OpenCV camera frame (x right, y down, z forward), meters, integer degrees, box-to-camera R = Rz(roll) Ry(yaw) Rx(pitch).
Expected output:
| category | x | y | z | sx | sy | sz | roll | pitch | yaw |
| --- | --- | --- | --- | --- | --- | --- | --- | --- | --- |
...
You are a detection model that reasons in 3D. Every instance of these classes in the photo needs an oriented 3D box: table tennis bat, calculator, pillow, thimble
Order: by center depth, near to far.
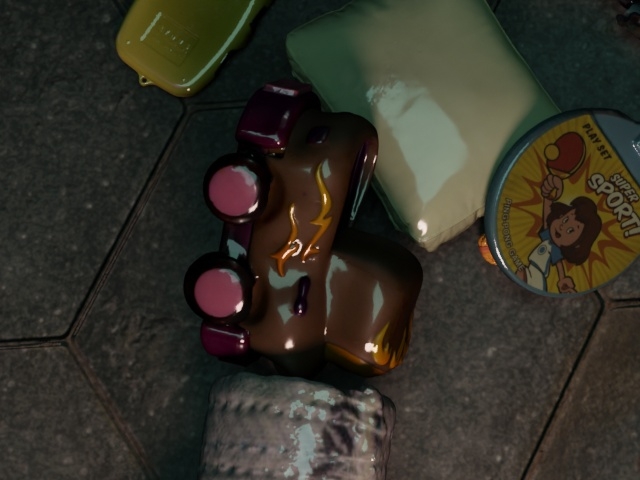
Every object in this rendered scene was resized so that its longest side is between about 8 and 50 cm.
| category | x | y | z | sx | sy | sz | roll | pitch | yaw |
| --- | --- | --- | --- | --- | --- | --- | --- | --- | --- |
| thimble | -0.025 | 0.241 | 1.863 | 0.217 | 0.245 | 0.157 | 13 | 76 | -27 |
| table tennis bat | 0.334 | -0.072 | 1.964 | 0.329 | 0.044 | 0.215 | -40 | 108 | -10 |
| pillow | 0.134 | -0.172 | 2.005 | 0.255 | 0.120 | 0.322 | -32 | 76 | -7 |
| calculator | -0.158 | -0.293 | 2.104 | 0.157 | 0.033 | 0.236 | 34 | 84 | 11 |

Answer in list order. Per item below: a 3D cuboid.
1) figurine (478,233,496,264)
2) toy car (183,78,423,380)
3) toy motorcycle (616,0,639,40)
| category | x | y | z | sx | sy | sz | roll | pitch | yaw |
| --- | --- | --- | --- | --- | --- | --- | --- | --- | --- |
| figurine | 0.242 | -0.010 | 1.992 | 0.109 | 0.064 | 0.047 | -34 | 98 | 6 |
| toy car | 0.000 | 0.000 | 1.881 | 0.240 | 0.271 | 0.340 | 12 | 103 | 11 |
| toy motorcycle | 0.430 | -0.309 | 1.996 | 0.270 | 0.159 | 0.106 | 32 | 60 | 10 |
